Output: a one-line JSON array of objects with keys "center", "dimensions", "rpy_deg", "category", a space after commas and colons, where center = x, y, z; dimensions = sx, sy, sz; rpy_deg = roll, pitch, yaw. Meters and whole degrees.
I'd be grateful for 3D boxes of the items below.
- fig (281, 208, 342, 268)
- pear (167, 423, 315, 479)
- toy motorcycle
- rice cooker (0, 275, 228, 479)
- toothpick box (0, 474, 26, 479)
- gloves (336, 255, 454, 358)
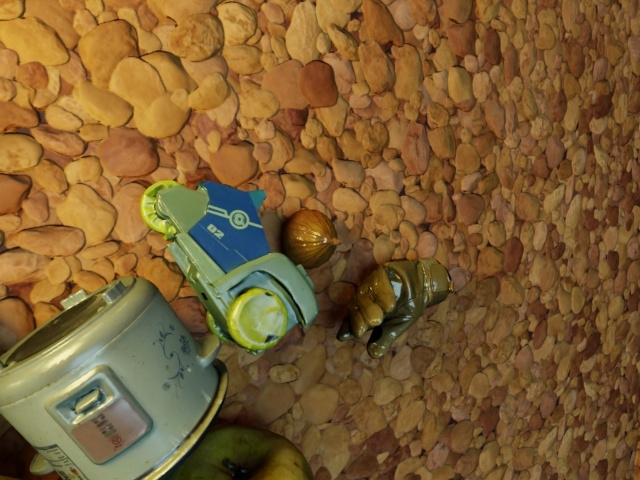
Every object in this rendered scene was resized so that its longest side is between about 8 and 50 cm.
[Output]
[{"center": [-0.001, -0.006, 0.856], "dimensions": [0.119, 0.152, 0.119], "rpy_deg": [15, 72, -55], "category": "fig"}, {"center": [-0.140, 0.489, 0.765], "dimensions": [0.303, 0.303, 0.305], "rpy_deg": [-5, 99, -29], "category": "pear"}, {"center": [-0.146, 0.021, 0.759], "dimensions": [0.199, 0.191, 0.327], "rpy_deg": [-33, 98, -26], "category": "toy motorcycle"}, {"center": [-0.290, 0.219, 0.648], "dimensions": [0.316, 0.264, 0.317], "rpy_deg": [-3, 98, -24], "category": "rice cooker"}, {"center": [-0.412, 0.488, 0.461], "dimensions": [0.424, 0.409, 0.410], "rpy_deg": [22, 85, 6], "category": "toothpick box"}, {"center": [0.150, 0.132, 0.958], "dimensions": [0.330, 0.141, 0.154], "rpy_deg": [-20, 133, -36], "category": "gloves"}]
